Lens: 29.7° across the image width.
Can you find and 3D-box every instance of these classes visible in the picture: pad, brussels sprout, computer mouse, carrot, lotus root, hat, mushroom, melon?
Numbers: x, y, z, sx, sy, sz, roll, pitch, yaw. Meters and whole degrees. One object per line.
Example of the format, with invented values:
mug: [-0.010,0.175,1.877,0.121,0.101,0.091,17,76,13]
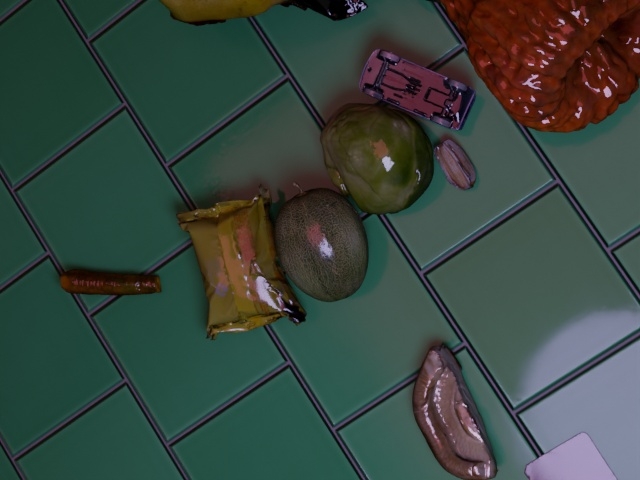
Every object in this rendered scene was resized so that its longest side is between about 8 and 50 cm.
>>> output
pad: [0.384,0.373,1.770,0.112,0.003,0.157,-34,82,12]
brussels sprout: [0.089,-0.130,1.789,0.183,0.131,0.145,61,147,4]
computer mouse: [-0.023,-0.424,1.849,0.242,0.077,0.146,32,100,13]
carrot: [-0.338,0.068,1.952,0.171,0.042,0.042,1,90,13]
lotus root: [0.204,-0.111,1.809,0.037,0.030,0.083,-41,75,43]
hat: [0.285,-0.337,1.720,0.285,0.285,0.400,-53,47,9]
mushroom: [0.191,0.263,1.788,0.094,0.072,0.209,-28,79,12]
melon: [0.000,0.000,1.804,0.139,0.139,0.192,-18,101,15]

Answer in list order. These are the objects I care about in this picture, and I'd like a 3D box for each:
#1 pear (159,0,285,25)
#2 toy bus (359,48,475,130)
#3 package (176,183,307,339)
pear: [-0.120,-0.512,1.761,0.386,0.191,0.340,-35,56,3]
toy bus: [0.145,-0.222,1.802,0.167,0.076,0.073,26,96,12]
package: [-0.123,0.037,1.867,0.168,0.090,0.226,-14,89,12]
